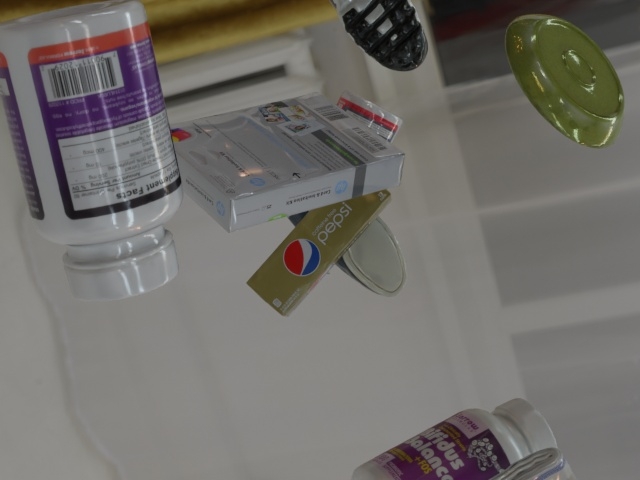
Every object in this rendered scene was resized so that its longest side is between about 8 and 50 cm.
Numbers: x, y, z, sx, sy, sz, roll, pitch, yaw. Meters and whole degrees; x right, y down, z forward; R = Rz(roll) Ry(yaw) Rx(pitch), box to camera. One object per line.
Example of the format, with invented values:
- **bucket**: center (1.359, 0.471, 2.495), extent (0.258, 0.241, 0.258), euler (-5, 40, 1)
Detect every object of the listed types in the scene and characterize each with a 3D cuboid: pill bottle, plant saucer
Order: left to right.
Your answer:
- **pill bottle**: center (-0.155, -0.061, 0.777), extent (0.108, 0.108, 0.193), euler (-53, 136, -66)
- **pill bottle**: center (0.044, -0.134, 1.774), extent (0.180, 0.108, 0.108), euler (-63, 161, 6)
- **pill bottle**: center (0.213, 0.363, 1.746), extent (0.169, 0.301, 0.169), euler (50, -26, 35)
- **plant saucer**: center (0.377, -0.249, 1.686), extent (0.241, 0.037, 0.241), euler (21, 50, -28)

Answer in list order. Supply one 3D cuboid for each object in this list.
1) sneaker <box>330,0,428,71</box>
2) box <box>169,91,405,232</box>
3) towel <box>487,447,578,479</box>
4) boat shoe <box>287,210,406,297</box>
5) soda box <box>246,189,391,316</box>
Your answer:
- **sneaker**: center (0.038, -0.286, 1.227), extent (0.234, 0.078, 0.106), euler (47, 23, -6)
- **box**: center (-0.040, -0.076, 1.026), extent (0.186, 0.145, 0.038), euler (-16, 128, -32)
- **towel**: center (0.245, 0.373, 1.441), extent (0.285, 0.209, 0.034), euler (57, 4, -48)
- **boat shoe**: center (0.019, -0.015, 1.604), extent (0.254, 0.079, 0.095), euler (43, 59, -15)
- **soda box**: center (0.000, 0.000, 1.257), extent (0.058, 0.181, 0.061), euler (41, -1, 6)
